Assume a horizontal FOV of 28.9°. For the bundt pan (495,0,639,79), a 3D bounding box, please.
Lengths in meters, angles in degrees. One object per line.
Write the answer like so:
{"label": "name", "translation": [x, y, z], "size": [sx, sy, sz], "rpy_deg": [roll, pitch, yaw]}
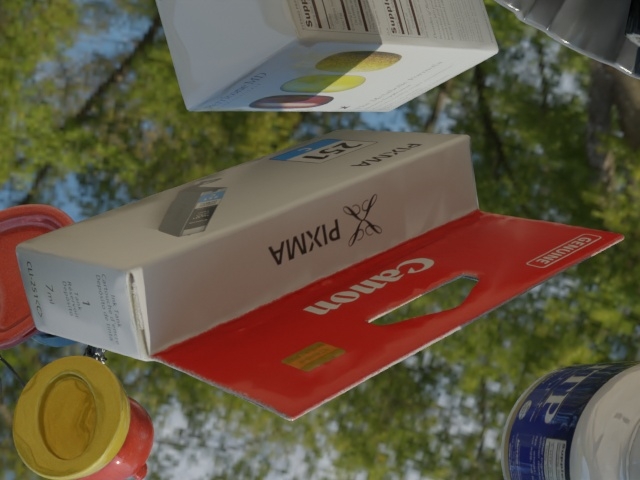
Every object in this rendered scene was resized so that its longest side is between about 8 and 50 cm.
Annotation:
{"label": "bundt pan", "translation": [0.296, -0.210, 1.001], "size": [0.330, 0.124, 0.331], "rpy_deg": [24, -178, -1]}

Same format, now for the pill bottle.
{"label": "pill bottle", "translation": [0.178, 0.121, 0.676], "size": [0.112, 0.112, 0.186], "rpy_deg": [8, 172, -10]}

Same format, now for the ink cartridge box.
{"label": "ink cartridge box", "translation": [0.000, 0.000, 0.794], "size": [0.296, 0.066, 0.261], "rpy_deg": [-23, -158, -37]}

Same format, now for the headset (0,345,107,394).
{"label": "headset", "translation": [-0.433, 0.118, 1.429], "size": [0.394, 0.185, 0.243], "rpy_deg": [17, -157, -31]}

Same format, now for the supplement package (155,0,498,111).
{"label": "supplement package", "translation": [0.005, -0.189, 1.003], "size": [0.244, 0.139, 0.134], "rpy_deg": [-6, -104, -46]}

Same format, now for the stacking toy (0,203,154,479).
{"label": "stacking toy", "translation": [-0.316, 0.139, 1.297], "size": [0.279, 0.130, 0.309], "rpy_deg": [-22, -118, 12]}
